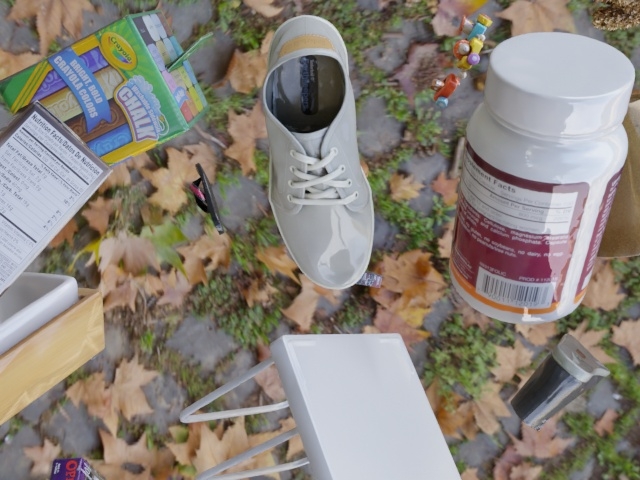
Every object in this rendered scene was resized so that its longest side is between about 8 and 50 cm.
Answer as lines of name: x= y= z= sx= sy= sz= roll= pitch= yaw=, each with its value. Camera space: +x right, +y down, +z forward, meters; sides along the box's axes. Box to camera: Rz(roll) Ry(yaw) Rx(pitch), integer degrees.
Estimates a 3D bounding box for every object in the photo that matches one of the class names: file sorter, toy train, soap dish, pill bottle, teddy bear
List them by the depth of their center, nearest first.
file sorter: x=0.012 y=0.246 z=0.721 sx=0.173 sy=0.193 sz=0.277 roll=-33 pitch=67 yaw=29
soap dish: x=-0.446 y=0.144 z=1.064 sx=0.229 sy=0.291 sz=0.118 roll=-39 pitch=117 yaw=-37
pill bottle: x=0.317 y=-0.085 z=1.158 sx=0.224 sy=0.224 sz=0.392 roll=-11 pitch=132 yaw=-12
toy train: x=0.228 y=-0.310 z=1.315 sx=0.046 sy=0.125 sz=0.166 roll=27 pitch=65 yaw=-9
teddy bear: x=0.712 y=-0.582 z=1.783 sx=0.338 sy=0.113 sz=0.245 roll=13 pitch=105 yaw=0

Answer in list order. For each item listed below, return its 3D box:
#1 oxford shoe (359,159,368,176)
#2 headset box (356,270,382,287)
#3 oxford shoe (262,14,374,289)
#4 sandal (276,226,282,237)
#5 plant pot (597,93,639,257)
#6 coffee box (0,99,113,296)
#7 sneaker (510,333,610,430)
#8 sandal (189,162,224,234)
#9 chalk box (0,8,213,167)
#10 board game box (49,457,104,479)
oxford shoe: x=0.032 y=-0.185 z=1.715 sx=0.212 sy=0.076 sz=0.076 roll=17 pitch=129 yaw=-36
headset box: x=0.101 y=0.087 z=1.841 sx=0.083 sy=0.062 sz=0.032 roll=13 pitch=92 yaw=-19
oxford shoe: x=-0.007 y=-0.114 z=1.219 sx=0.169 sy=0.130 sz=0.449 roll=-6 pitch=116 yaw=2
sandal: x=0.000 y=0.000 z=1.841 sx=0.219 sy=0.090 sz=0.060 roll=7 pitch=123 yaw=21
plant pot: x=0.564 y=-0.129 z=1.438 sx=0.237 sy=0.237 sz=0.254 roll=-19 pitch=101 yaw=-10
coffee box: x=-0.396 y=-0.013 z=0.918 sx=0.119 sy=0.168 sz=0.297 roll=44 pitch=75 yaw=-23
sneaker: x=0.348 y=0.207 z=1.162 sx=0.083 sy=0.222 sz=0.118 roll=47 pitch=107 yaw=25
sandal: x=-0.228 y=-0.082 z=1.530 sx=0.040 sy=0.179 sz=0.067 roll=-21 pitch=144 yaw=-1
chalk box: x=-0.285 y=-0.226 z=1.174 sx=0.289 sy=0.180 sz=0.179 roll=-22 pitch=106 yaw=12
board game box: x=-0.307 y=0.471 z=1.113 sx=0.056 sy=0.208 sz=0.347 roll=-3 pitch=143 yaw=8
